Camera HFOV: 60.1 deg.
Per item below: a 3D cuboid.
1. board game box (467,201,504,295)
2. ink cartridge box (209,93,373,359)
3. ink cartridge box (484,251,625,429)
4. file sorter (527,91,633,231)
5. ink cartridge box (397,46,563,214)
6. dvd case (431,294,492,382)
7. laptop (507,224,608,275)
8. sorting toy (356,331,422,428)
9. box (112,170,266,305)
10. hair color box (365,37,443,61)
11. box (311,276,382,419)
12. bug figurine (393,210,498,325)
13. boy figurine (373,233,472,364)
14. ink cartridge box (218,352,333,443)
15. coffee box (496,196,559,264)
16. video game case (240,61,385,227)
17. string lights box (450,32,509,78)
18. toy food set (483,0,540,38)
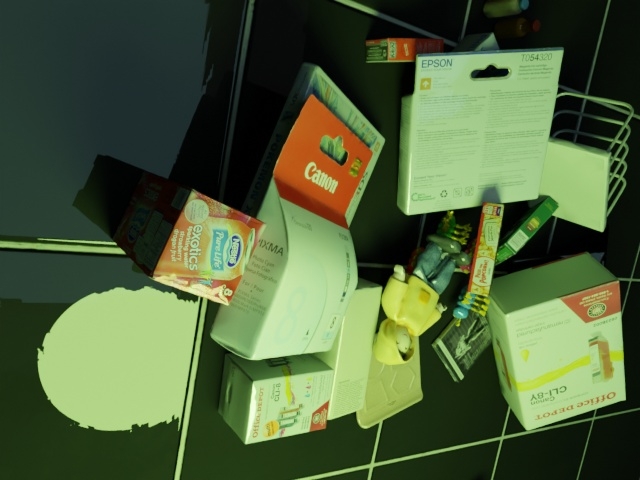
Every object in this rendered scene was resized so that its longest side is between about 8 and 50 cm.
[{"bbox_3d":[0.364,0.024,1.209,0.147,0.045,0.193,20,80,-71],"label":"board game box"},{"bbox_3d":[0.000,0.000,0.912,0.384,0.091,0.308,-67,156,1],"label":"ink cartridge box"},{"bbox_3d":[0.596,0.260,1.403,0.280,0.160,0.384,-18,116,1],"label":"ink cartridge box"},{"bbox_3d":[0.618,-0.192,1.320,0.173,0.193,0.277,-53,142,-16],"label":"file sorter"},{"bbox_3d":[0.325,-0.229,1.153,0.325,0.071,0.329,-7,115,-14],"label":"ink cartridge box"},{"bbox_3d":[0.390,0.239,1.430,0.221,0.018,0.164,-46,124,-16],"label":"dvd case"},{"bbox_3d":[0.699,0.180,1.623,0.409,0.236,0.381,-5,107,-3],"label":"laptop"},{"bbox_3d":[0.152,0.305,1.281,0.193,0.038,0.208,-17,107,-29],"label":"sorting toy"},{"bbox_3d":[-0.204,-0.012,0.818,0.123,0.257,0.128,26,87,-33],"label":"box"},{"bbox_3d":[0.165,-0.372,1.082,0.141,0.072,0.043,-13,110,-31],"label":"hair color box"},{"bbox_3d":[0.041,0.215,1.136,0.113,0.094,0.274,0,102,-44],"label":"box"},{"bbox_3d":[0.302,0.061,1.291,0.279,0.072,0.216,35,76,-30],"label":"bug figurine"},{"bbox_3d":[0.193,0.121,1.131,0.177,0.092,0.285,47,69,-32],"label":"boy figurine"},{"bbox_3d":[-0.087,0.289,1.056,0.176,0.127,0.128,1,103,-33],"label":"ink cartridge box"},{"bbox_3d":[0.504,-0.023,1.380,0.040,0.113,0.184,45,72,7],"label":"coffee box"},{"bbox_3d":[-0.004,-0.102,0.978,0.329,0.036,0.299,23,89,-62],"label":"video game case"},{"bbox_3d":[0.364,-0.309,1.229,0.133,0.077,0.259,-46,123,-16],"label":"string lights box"},{"bbox_3d":[0.418,-0.561,1.180,0.111,0.105,0.232,1,102,-34],"label":"toy food set"}]
